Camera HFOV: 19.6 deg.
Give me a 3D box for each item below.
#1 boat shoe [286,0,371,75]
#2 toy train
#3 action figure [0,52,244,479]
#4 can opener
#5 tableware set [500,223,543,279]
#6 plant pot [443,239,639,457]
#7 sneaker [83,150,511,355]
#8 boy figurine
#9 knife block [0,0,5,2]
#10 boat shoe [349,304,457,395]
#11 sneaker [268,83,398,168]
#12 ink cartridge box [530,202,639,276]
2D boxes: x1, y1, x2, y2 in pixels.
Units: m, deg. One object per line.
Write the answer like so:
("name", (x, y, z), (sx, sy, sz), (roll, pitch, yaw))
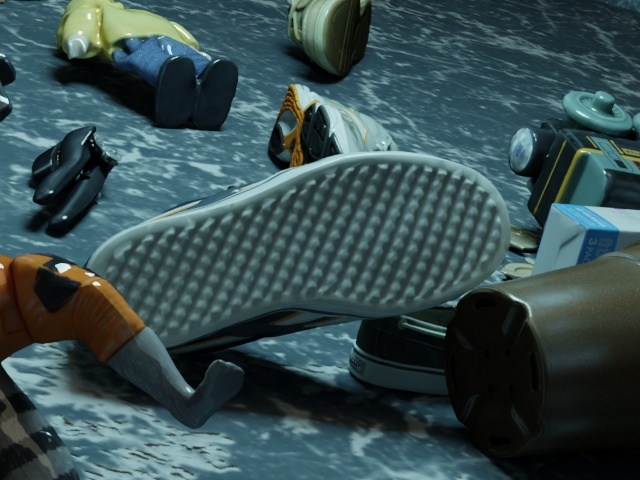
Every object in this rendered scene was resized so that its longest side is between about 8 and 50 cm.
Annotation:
("boat shoe", (0.000, -0.280, 2.417), (0.098, 0.109, 0.302), (11, 11, 7))
("toy train", (0.354, -0.042, 1.872), (0.334, 0.142, 0.190), (11, 28, -23))
("action figure", (-0.260, 0.065, 1.042), (0.341, 0.178, 0.330), (-35, 53, -21))
("can opener", (-0.218, -0.050, 1.630), (0.059, 0.073, 0.186), (51, 13, -17))
("tableware set", (0.201, 0.011, 1.812), (0.141, 0.020, 0.168), (24, 19, 27))
("plant pot", (0.191, 0.086, 1.359), (0.165, 0.167, 0.167), (-5, 25, -30))
("sneaker", (-0.026, 0.009, 1.364), (0.321, 0.126, 0.127), (-9, -3, -16))
("boy figurine", (-0.216, -0.212, 2.051), (0.177, 0.092, 0.285), (-1, 23, -40))
("knife block", (-0.430, -0.343, 2.283), (0.242, 0.088, 0.276), (10, 18, -14))
("boat shoe", (0.130, 0.082, 1.451), (0.219, 0.070, 0.078), (5, 20, -28))
("sneaker", (0.031, -0.089, 1.868), (0.121, 0.099, 0.262), (14, 18, -16))
("ink cartridge box", (0.282, 0.030, 1.675), (0.181, 0.104, 0.061), (3, 21, -31))
